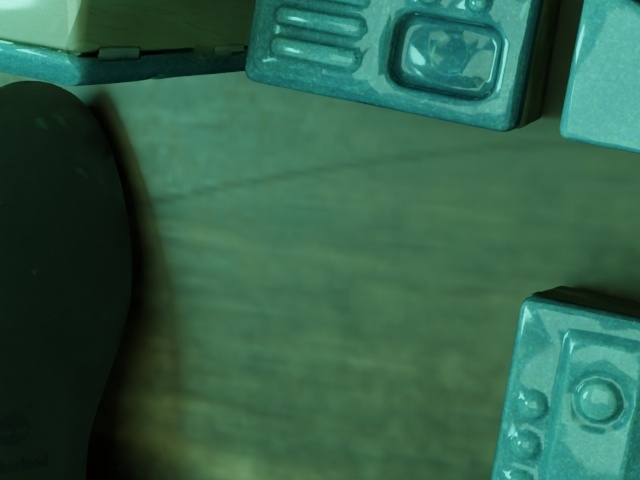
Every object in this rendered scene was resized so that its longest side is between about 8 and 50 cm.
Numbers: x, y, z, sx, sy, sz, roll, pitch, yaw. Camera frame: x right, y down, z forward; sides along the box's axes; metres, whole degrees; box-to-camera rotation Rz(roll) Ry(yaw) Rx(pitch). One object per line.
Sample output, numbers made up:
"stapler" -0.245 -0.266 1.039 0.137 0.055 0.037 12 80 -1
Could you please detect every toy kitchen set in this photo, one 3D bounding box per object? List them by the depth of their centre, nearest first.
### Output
"toy kitchen set" 0.000 0.000 0.388 0.207 0.122 0.166 13 103 20

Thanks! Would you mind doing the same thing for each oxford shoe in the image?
"oxford shoe" -0.116 0.050 0.477 0.076 0.076 0.212 3 89 62
